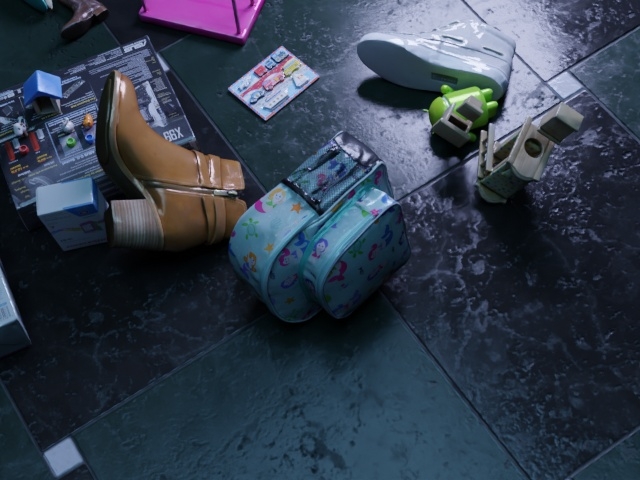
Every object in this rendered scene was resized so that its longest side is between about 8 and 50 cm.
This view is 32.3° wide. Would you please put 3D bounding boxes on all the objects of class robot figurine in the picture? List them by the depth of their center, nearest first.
[{"bbox_3d":[0.227,-0.209,1.793,0.115,0.067,0.101,-18,72,-6],"label":"robot figurine"}]

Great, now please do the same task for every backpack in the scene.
[{"bbox_3d":[0.000,0.000,1.601,0.253,0.225,0.191,-36,59,-11],"label":"backpack"}]

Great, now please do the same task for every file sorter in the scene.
[{"bbox_3d":[-0.186,-0.531,1.943,0.202,0.182,0.291,15,62,12],"label":"file sorter"}]

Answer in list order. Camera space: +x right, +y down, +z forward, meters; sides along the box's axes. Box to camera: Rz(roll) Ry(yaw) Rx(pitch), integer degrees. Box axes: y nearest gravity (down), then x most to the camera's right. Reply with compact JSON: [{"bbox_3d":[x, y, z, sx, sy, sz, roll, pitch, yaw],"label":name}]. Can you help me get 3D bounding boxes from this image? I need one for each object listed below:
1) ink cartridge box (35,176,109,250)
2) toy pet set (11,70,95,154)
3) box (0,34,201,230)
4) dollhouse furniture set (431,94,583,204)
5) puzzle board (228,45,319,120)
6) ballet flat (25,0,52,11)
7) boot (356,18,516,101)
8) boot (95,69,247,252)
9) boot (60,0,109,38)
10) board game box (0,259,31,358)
[{"bbox_3d":[-0.375,-0.039,1.706,0.088,0.122,0.052,-12,63,2],"label":"ink cartridge box"},{"bbox_3d":[-0.429,-0.208,1.752,0.122,0.065,0.114,-11,60,-2],"label":"toy pet set"},{"bbox_3d":[-0.378,-0.181,1.816,0.307,0.076,0.242,-23,61,-9],"label":"box"},{"bbox_3d":[0.268,-0.155,1.664,0.161,0.182,0.101,32,64,-8],"label":"dollhouse furniture set"},{"bbox_3d":[-0.080,-0.270,1.883,0.128,0.011,0.096,-42,65,-18],"label":"puzzle board"},{"bbox_3d":[-0.538,-0.471,2.009,0.168,0.057,0.052,32,57,20],"label":"ballet flat"},{"bbox_3d":[0.198,-0.320,1.856,0.258,0.095,0.123,18,57,5],"label":"boot"},{"bbox_3d":[-0.225,-0.123,1.699,0.220,0.109,0.284,-4,76,-24],"label":"boot"},{"bbox_3d":[-0.452,-0.417,1.980,0.106,0.037,0.114,-35,66,-30],"label":"boot"},{"bbox_3d":[-0.596,0.062,1.681,0.224,0.097,0.303,-23,62,-10],"label":"board game box"}]
